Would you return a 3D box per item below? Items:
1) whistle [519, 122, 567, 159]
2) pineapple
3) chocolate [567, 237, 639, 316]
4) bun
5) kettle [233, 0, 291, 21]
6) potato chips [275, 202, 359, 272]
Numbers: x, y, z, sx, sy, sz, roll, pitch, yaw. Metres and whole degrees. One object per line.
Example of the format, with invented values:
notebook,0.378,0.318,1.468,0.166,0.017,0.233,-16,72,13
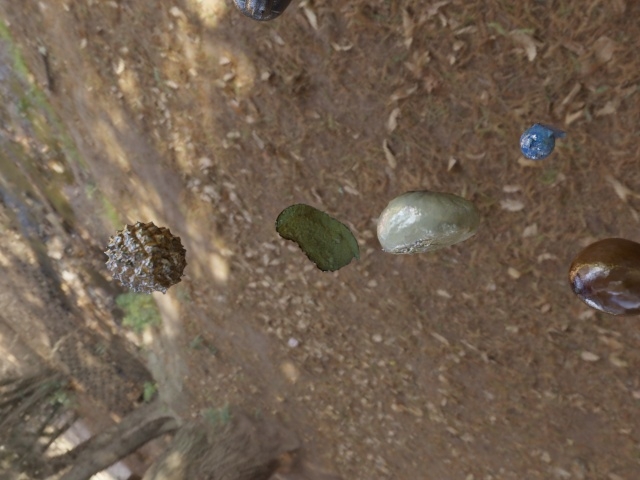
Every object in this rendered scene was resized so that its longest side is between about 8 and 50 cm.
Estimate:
whistle,0.541,-0.240,1.522,0.090,0.158,0.090,7,101,39
pineapple,-0.394,0.035,1.362,0.193,0.166,0.166,20,147,31
chocolate,0.553,0.074,1.170,0.177,0.176,0.176,29,151,18
bun,0.281,-0.053,1.652,0.273,0.273,0.168,-26,70,60
kettle,-0.112,-0.621,1.334,0.207,0.268,0.290,13,111,-12
potato chips,0.000,0.000,1.323,0.209,0.142,0.026,9,164,-29
